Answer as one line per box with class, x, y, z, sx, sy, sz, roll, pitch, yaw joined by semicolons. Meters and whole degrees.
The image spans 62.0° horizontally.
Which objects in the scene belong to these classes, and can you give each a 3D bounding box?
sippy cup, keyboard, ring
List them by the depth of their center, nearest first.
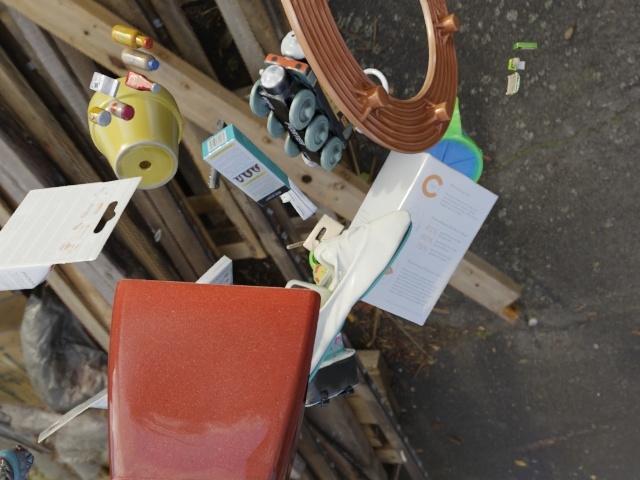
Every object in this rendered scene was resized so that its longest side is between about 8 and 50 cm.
ring;0.071;-0.259;0.567;0.032;0.337;0.337;-11;127;39
keyboard;-0.274;-0.228;1.417;0.023;0.108;0.180;8;93;-3
sippy cup;0.348;-0.273;1.601;0.240;0.224;0.305;31;126;-24

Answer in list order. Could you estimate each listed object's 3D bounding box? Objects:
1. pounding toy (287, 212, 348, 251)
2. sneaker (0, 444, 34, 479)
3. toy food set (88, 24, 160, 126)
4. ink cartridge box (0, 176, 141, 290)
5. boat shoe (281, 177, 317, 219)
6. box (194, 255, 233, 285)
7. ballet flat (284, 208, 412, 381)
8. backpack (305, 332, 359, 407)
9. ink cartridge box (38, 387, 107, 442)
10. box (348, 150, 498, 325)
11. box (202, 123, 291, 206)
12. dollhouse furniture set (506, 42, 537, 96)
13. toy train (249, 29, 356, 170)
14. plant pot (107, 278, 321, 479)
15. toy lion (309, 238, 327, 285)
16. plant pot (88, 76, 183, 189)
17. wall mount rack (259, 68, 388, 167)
pounding toy;0.000;0.000;1.513;0.100;0.141;0.130;35;180;19
sneaker;-0.577;0.484;0.929;0.104;0.125;0.262;29;89;1
toy food set;-0.447;-0.366;1.245;0.104;0.111;0.232;24;96;23
ink cartridge box;-0.409;-0.012;0.858;0.232;0.189;0.066;-2;137;14
boat shoe;-0.110;-0.166;1.901;0.076;0.083;0.226;-45;98;1
box;-0.357;0.156;1.804;0.038;0.145;0.186;32;145;17
ballet flat;0.015;0.085;0.971;0.139;0.139;0.400;35;88;-15
backpack;-0.044;0.364;1.547;0.253;0.225;0.191;-11;92;52
ink cartridge box;-0.584;0.462;1.503;0.091;0.385;0.308;58;150;-2
box;0.205;-0.015;1.234;0.215;0.168;0.345;25;99;-25
box;-0.187;-0.189;1.379;0.100;0.060;0.244;-28;142;18
dollhouse furniture set;0.599;-0.507;1.588;0.058;0.076;0.152;3;99;0
toy train;-0.019;-0.285;1.114;0.142;0.190;0.334;23;170;26
plant pot;-0.143;0.230;0.707;0.267;0.236;0.267;4;137;-3
toy lion;0.010;0.060;1.198;0.100;0.034;0.096;41;121;30
plant pot;-0.498;-0.278;1.471;0.253;0.239;0.254;-15;142;-12
wall mount rack;-0.001;-0.380;1.428;0.350;0.130;0.304;-28;85;43
